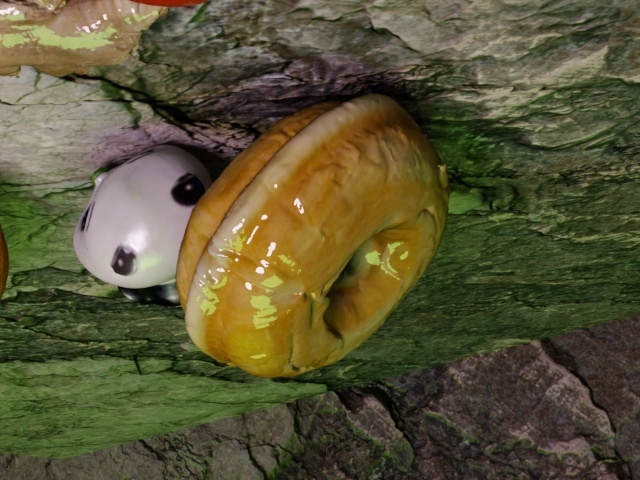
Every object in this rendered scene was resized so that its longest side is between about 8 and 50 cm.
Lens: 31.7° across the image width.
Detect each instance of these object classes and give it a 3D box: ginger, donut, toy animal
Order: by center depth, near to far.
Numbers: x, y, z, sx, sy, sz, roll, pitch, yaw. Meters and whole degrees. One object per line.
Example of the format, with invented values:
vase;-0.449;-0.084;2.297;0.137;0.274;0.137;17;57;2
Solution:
ginger;-0.258;-0.223;1.188;0.213;0.074;0.137;-10;160;-5
donut;0.000;0.000;1.493;0.449;0.198;0.449;-39;153;-24
toy animal;-0.232;-0.021;1.561;0.213;0.212;0.266;-8;157;8

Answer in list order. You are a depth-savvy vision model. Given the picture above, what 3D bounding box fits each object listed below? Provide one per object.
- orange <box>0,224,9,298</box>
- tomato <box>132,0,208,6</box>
orange;-0.581;0.042;1.482;0.341;0.293;0.340;-7;154;-3
tomato;-0.131;-0.267;0.945;0.228;0.112;0.199;10;131;-27
